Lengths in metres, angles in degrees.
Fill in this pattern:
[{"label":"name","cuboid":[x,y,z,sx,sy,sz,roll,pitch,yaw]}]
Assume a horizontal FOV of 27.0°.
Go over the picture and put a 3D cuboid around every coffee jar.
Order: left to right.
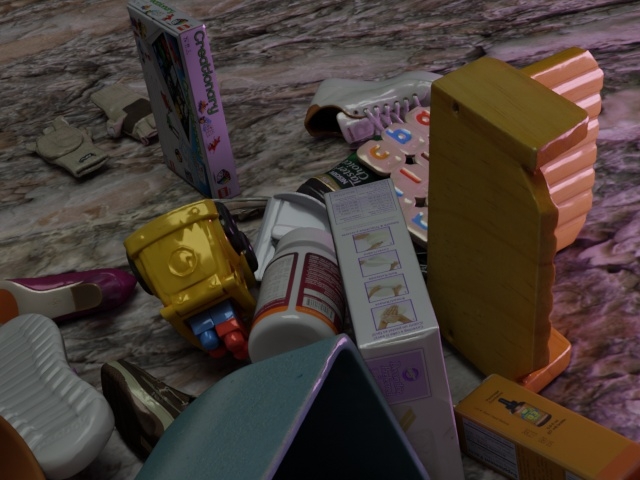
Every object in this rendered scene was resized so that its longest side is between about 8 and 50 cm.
[{"label":"coffee jar","cuboid":[0.052,-0.082,2.045,0.184,0.079,0.096,-35,59,-28]}]

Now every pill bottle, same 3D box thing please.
[{"label":"pill bottle","cuboid":[-0.025,0.084,1.793,0.121,0.121,0.221,-6,33,11]}]

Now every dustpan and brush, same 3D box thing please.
[{"label":"dustpan and brush","cuboid":[0.000,0.000,1.934,0.211,0.060,0.147,9,68,16]}]

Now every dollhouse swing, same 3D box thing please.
[{"label":"dollhouse swing","cuboid":[0.306,-0.041,1.678,0.305,0.347,0.315,-15,31,-23]}]

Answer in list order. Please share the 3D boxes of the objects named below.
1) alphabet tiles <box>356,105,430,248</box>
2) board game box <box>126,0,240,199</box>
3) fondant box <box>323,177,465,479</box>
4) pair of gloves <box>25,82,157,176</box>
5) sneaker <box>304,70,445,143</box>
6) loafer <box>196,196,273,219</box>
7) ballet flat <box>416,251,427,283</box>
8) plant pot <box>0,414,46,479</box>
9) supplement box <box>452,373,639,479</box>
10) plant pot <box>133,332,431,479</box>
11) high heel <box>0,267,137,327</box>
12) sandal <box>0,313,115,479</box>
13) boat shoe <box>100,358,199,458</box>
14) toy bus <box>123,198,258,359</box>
[{"label":"alphabet tiles","cuboid":[0.204,-0.095,2.006,0.278,0.021,0.284,36,55,25]},{"label":"board game box","cuboid":[-0.222,-0.230,2.163,0.053,0.305,0.193,-25,35,-23]},{"label":"fondant box","cuboid":[0.085,0.112,1.606,0.096,0.238,0.330,-13,33,-1]},{"label":"pair of gloves","cuboid":[-0.396,-0.198,2.419,0.240,0.042,0.204,-36,43,-28]},{"label":"sneaker","cuboid":[0.106,-0.204,2.213,0.290,0.106,0.123,0,44,32]},{"label":"loafer","cuboid":[-0.135,-0.049,2.115,0.125,0.039,0.045,-2,1,11]},{"label":"ballet flat","cuboid":[0.155,0.031,1.875,0.173,0.049,0.057,-10,34,5]},{"label":"plant pot","cuboid":[-0.448,0.338,1.450,0.203,0.291,0.291,-21,30,19]},{"label":"supplement box","cuboid":[0.260,0.237,1.507,0.078,0.080,0.233,-33,40,-29]},{"label":"plant pot","cuboid":[-0.064,0.283,1.420,0.252,0.247,0.248,-13,29,33]},{"label":"high heel","cuboid":[-0.398,0.082,1.992,0.244,0.082,0.117,-13,2,23]},{"label":"sandal","cuboid":[-0.369,0.220,1.736,0.169,0.102,0.416,-39,29,-9]},{"label":"boat shoe","cuboid":[-0.189,0.228,1.680,0.095,0.095,0.257,-15,37,-29]},{"label":"toy bus","cuboid":[-0.146,0.080,1.815,0.149,0.220,0.211,-28,64,2]}]
